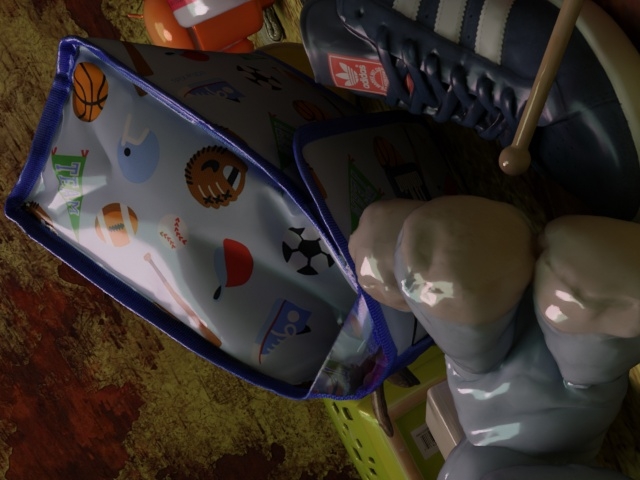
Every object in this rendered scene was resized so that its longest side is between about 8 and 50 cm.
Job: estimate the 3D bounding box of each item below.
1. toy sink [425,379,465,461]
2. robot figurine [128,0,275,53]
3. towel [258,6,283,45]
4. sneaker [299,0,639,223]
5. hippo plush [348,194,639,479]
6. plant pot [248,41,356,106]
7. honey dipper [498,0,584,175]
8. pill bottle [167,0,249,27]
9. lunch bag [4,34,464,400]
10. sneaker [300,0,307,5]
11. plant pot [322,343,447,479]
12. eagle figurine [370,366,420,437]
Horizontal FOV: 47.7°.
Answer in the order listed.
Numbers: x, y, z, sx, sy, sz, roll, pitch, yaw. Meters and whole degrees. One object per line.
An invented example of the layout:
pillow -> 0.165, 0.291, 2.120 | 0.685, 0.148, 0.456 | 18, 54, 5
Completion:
toy sink -> 0.242, 0.282, 0.904 | 0.153, 0.131, 0.234 | 76, 169, -60
robot figurine -> -0.174, -0.352, 1.099 | 0.128, 0.219, 0.158 | 55, 171, 40
towel -> -0.108, -0.398, 1.229 | 0.148, 0.027, 0.110 | 64, 173, -12
sneaker -> 0.077, -0.125, 0.497 | 0.350, 0.148, 0.131 | 57, 171, 33
hippo plush -> 0.114, 0.110, 0.469 | 0.294, 0.234, 0.236 | 171, 112, -79
plant pot -> -0.049, -0.137, 1.032 | 0.254, 0.254, 0.239 | 59, 156, 25
honey dipper -> 0.126, -0.107, 0.380 | 0.030, 0.030, 0.161 | 53, 135, 51
pill bottle -> -0.163, -0.441, 0.879 | 0.318, 0.176, 0.176 | 65, 172, -21
lunch bag -> -0.031, -0.033, 0.707 | 0.385, 0.239, 0.328 | 35, -155, 18
sneaker -> -0.011, -0.283, 0.746 | 0.270, 0.090, 0.145 | 58, 169, 13
plant pot -> 0.160, 0.295, 1.181 | 0.227, 0.228, 0.207 | 63, 167, -3
eagle figurine -> 0.109, 0.083, 1.002 | 0.225, 0.298, 0.226 | 22, 114, 21
